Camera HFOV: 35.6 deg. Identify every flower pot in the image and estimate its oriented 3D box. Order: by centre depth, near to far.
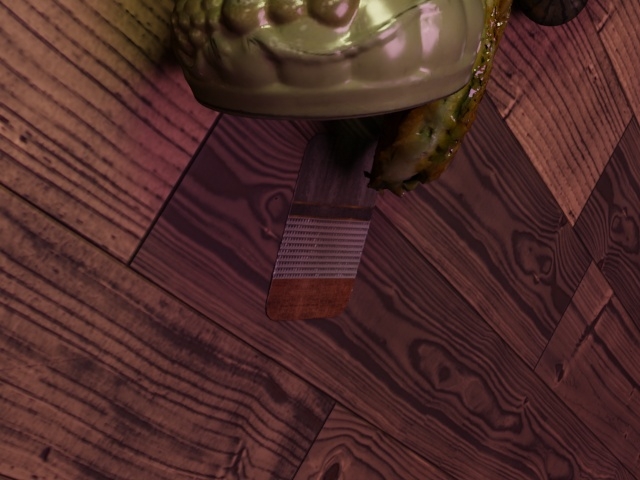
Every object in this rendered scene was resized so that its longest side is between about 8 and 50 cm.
[{"bbox_3d":[-0.002,-0.261,0.928,0.307,0.307,0.244,-25,119,-40],"label":"flower pot"}]

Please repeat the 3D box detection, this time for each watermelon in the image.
[{"bbox_3d":[0.330,-0.360,1.430,0.133,0.105,0.105,-103,-150,-81],"label":"watermelon"}]

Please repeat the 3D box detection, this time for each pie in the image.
[{"bbox_3d":[0.154,-0.212,1.182,0.288,0.102,0.355,-63,177,-50],"label":"pie"}]

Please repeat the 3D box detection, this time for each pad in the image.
[{"bbox_3d":[-0.022,-0.007,1.220,0.323,0.055,0.250,-12,119,-66],"label":"pad"}]
